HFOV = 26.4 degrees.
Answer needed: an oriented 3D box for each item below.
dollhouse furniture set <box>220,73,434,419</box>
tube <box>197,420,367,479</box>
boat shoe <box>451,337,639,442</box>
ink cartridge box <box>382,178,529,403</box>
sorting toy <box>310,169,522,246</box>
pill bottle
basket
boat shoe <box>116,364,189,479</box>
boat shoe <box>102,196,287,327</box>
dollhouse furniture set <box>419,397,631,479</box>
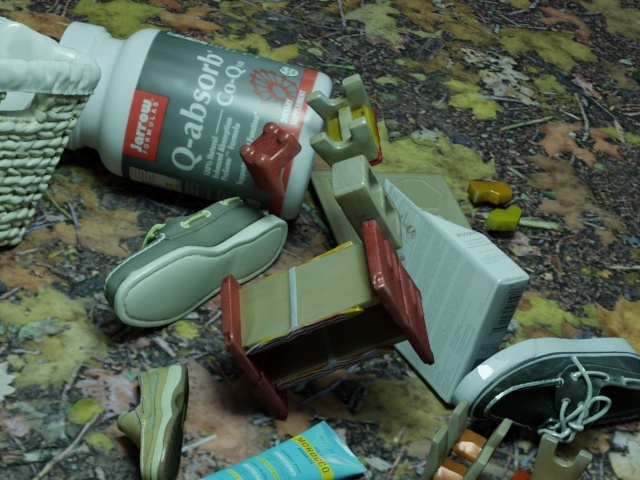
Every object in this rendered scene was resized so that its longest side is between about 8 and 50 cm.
[{"bbox_3d":[0.000,0.000,1.645,0.201,0.152,0.374,-20,43,15],"label":"dollhouse furniture set"},{"bbox_3d":[-0.046,0.256,1.493,0.207,0.052,0.080,-15,57,-43],"label":"tube"},{"bbox_3d":[0.294,0.190,1.645,0.306,0.113,0.105,3,41,-42],"label":"boat shoe"},{"bbox_3d":[0.139,0.058,1.694,0.066,0.189,0.232,-4,36,-34],"label":"ink cartridge box"},{"bbox_3d":[0.150,-0.030,1.947,0.307,0.041,0.229,1,34,-19],"label":"sorting toy"},{"bbox_3d":[-0.180,-0.169,1.863,0.363,0.210,0.210,14,36,0],"label":"pill bottle"},{"bbox_3d":[-0.498,-0.159,1.612,0.331,0.266,0.328,26,12,15],"label":"basket"},{"bbox_3d":[-0.188,0.206,1.497,0.072,0.068,0.190,1,27,1],"label":"boat shoe"},{"bbox_3d":[-0.167,0.021,1.707,0.091,0.109,0.305,34,34,24],"label":"boat shoe"},{"bbox_3d":[0.217,0.322,1.460,0.262,0.135,0.259,25,26,13],"label":"dollhouse furniture set"}]
